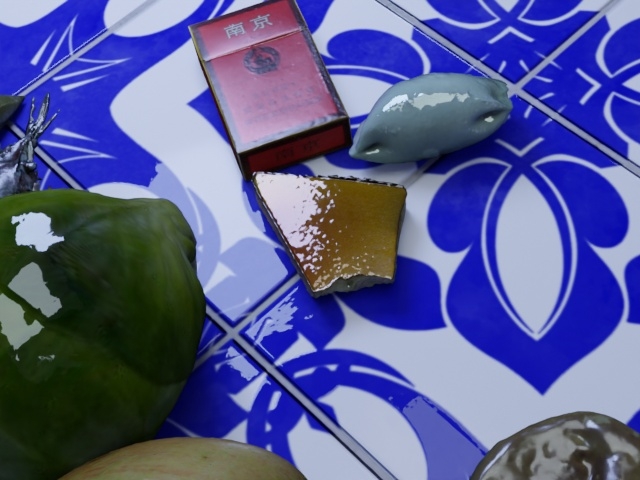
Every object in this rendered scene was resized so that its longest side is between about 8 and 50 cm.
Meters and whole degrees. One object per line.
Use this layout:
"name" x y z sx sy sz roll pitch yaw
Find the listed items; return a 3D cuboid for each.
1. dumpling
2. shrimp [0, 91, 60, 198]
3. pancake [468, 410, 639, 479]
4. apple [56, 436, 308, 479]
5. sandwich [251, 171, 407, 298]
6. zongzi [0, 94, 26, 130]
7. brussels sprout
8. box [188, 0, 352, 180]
"dumpling" 0.134 -0.157 1.410 0.216 0.149 0.105 -19 96 2
"shrimp" -0.412 -0.011 1.347 0.172 0.137 0.372 8 59 16
"pancake" 0.263 0.312 1.111 0.294 0.049 0.294 -4 58 6
"apple" -0.148 0.330 0.997 0.277 0.319 0.319 8 59 12
"sandwich" 0.000 0.000 1.336 0.193 0.058 0.162 6 59 8
"zongzi" -0.605 -0.151 1.379 0.356 0.174 0.393 32 46 -9
"brussels sprout" -0.266 0.086 1.179 0.289 0.281 0.355 32 40 6
"box" -0.068 -0.207 1.470 0.153 0.074 0.240 -21 57 -2
